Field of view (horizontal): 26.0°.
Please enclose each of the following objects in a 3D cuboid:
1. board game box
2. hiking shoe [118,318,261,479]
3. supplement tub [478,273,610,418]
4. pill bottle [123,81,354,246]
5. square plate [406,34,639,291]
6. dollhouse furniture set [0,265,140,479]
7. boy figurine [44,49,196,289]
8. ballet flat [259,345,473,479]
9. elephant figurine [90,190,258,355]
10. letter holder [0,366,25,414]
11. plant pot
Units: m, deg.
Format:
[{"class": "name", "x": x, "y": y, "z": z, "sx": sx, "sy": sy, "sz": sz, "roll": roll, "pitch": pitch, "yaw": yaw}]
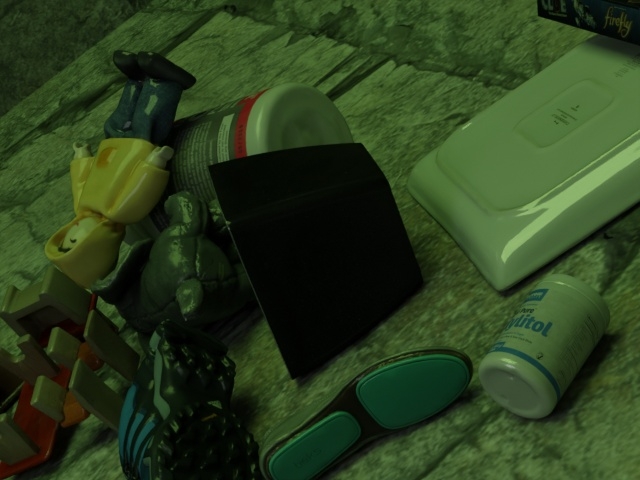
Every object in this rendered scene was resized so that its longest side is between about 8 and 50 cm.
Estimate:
[{"class": "board game box", "x": 0.362, "y": -0.260, "z": 1.515, "sx": 0.165, "sy": 0.042, "sz": 0.243, "roll": -11, "pitch": 19, "yaw": -15}, {"class": "hiking shoe", "x": -0.133, "y": 0.213, "z": 1.330, "sx": 0.132, "sy": 0.113, "sz": 0.304, "roll": -59, "pitch": 20, "yaw": 26}, {"class": "supplement tub", "x": 0.184, "y": 0.087, "z": 1.143, "sx": 0.071, "sy": 0.071, "sz": 0.107, "roll": -4, "pitch": 39, "yaw": 50}, {"class": "pill bottle", "x": -0.124, "y": -0.077, "z": 1.736, "sx": 0.318, "sy": 0.176, "sz": 0.176, "roll": -13, "pitch": 31, "yaw": 41}, {"class": "square plate", "x": 0.264, "y": -0.116, "z": 1.450, "sx": 0.344, "sy": 0.049, "sz": 0.347, "roll": -35, "pitch": 23, "yaw": 1}, {"class": "dollhouse furniture set", "x": -0.327, "y": 0.169, "z": 1.654, "sx": 0.262, "sy": 0.135, "sz": 0.259, "roll": -24, "pitch": 37, "yaw": 26}, {"class": "boy figurine", "x": -0.251, "y": -0.083, "z": 1.668, "sx": 0.177, "sy": 0.092, "sz": 0.285, "roll": 14, "pitch": 79, "yaw": 44}, {"class": "ballet flat", "x": 0.036, "y": 0.145, "z": 1.235, "sx": 0.213, "sy": 0.072, "sz": 0.068, "roll": -32, "pitch": 19, "yaw": 9}, {"class": "elephant figurine", "x": -0.182, "y": 0.064, "z": 1.621, "sx": 0.239, "sy": 0.186, "sz": 0.169, "roll": -32, "pitch": 64, "yaw": 33}, {"class": "letter holder", "x": -0.544, "y": 0.181, "z": 1.848, "sx": 0.214, "sy": 0.152, "sz": 0.301, "roll": -46, "pitch": 25, "yaw": -28}, {"class": "plant pot", "x": 0.000, "y": 0.000, "z": 1.440, "sx": 0.167, "sy": 0.187, "sz": 0.188, "roll": -22, "pitch": 23, "yaw": -3}]
